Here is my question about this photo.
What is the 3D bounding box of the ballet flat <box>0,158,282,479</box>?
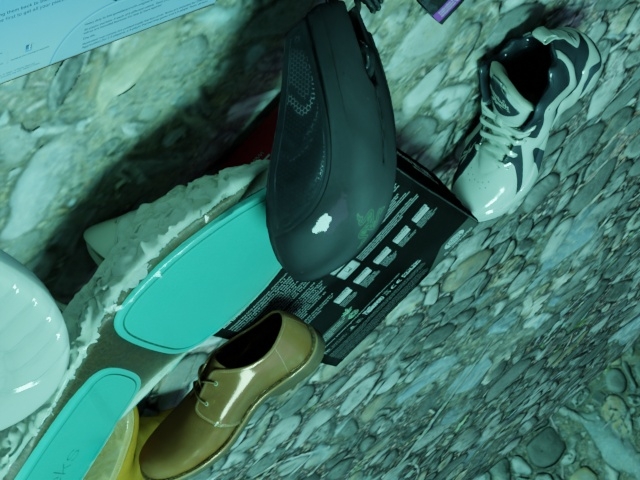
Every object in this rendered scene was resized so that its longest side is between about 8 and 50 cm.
[{"bbox_3d":[-0.180,0.065,1.162,0.409,0.147,0.147,-48,157,3],"label":"ballet flat"}]

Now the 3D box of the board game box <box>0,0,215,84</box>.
[{"bbox_3d":[-0.172,-0.170,0.904,0.281,0.027,0.145,-27,153,-33],"label":"board game box"}]

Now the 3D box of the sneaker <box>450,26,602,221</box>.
[{"bbox_3d":[0.192,-0.127,1.482,0.235,0.094,0.153,-51,154,16],"label":"sneaker"}]

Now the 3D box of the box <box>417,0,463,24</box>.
[{"bbox_3d":[0.111,-0.258,1.209,0.116,0.029,0.162,-47,155,8],"label":"box"}]

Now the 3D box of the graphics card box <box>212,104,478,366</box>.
[{"bbox_3d":[0.000,0.000,1.385,0.233,0.094,0.371,-47,156,9],"label":"graphics card box"}]

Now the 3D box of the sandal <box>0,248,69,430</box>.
[{"bbox_3d":[-0.294,0.007,0.906,0.169,0.102,0.416,-26,145,7],"label":"sandal"}]

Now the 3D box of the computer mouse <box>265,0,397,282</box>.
[{"bbox_3d":[0.016,-0.102,1.082,0.188,0.072,0.272,0,93,-63],"label":"computer mouse"}]

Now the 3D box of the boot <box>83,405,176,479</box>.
[{"bbox_3d":[-0.195,0.202,1.431,0.211,0.104,0.295,-26,155,-47],"label":"boot"}]

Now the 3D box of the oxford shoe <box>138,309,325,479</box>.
[{"bbox_3d":[-0.097,0.140,1.306,0.212,0.076,0.076,-45,138,1],"label":"oxford shoe"}]
